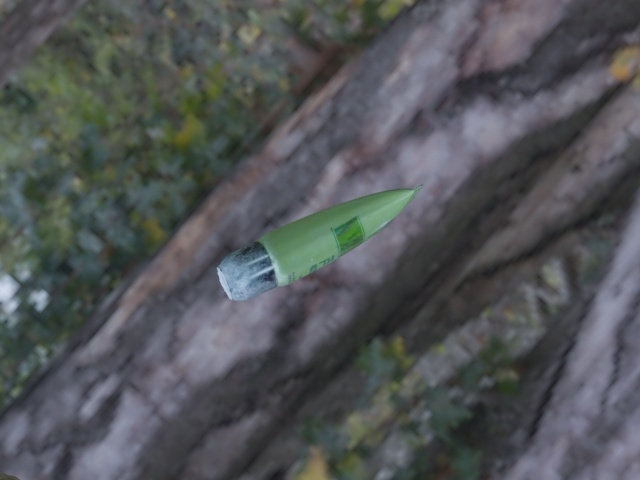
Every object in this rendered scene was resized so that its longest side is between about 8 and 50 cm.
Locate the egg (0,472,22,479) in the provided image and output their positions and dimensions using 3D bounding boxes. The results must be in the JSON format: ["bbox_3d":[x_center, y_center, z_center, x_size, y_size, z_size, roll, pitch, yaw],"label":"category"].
[{"bbox_3d":[-0.241,0.247,1.129,0.203,0.203,0.245,41,156,8],"label":"egg"}]

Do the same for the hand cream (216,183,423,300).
[{"bbox_3d":[0.000,0.000,1.420,0.095,0.175,0.046,121,126,-79],"label":"hand cream"}]
